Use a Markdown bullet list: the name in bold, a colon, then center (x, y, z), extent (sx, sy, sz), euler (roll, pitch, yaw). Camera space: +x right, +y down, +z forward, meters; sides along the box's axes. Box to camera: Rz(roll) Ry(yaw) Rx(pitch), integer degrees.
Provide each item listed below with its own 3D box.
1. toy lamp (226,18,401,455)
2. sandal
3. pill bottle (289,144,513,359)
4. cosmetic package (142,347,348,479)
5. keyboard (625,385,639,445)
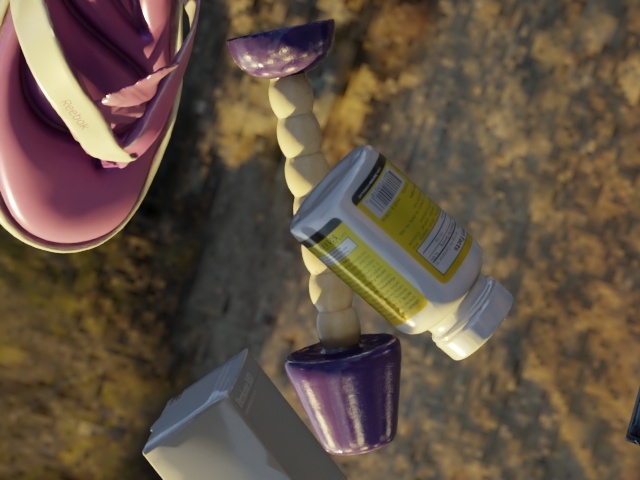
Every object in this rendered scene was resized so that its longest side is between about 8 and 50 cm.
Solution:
- **toy lamp**: center (0.000, 0.000, 1.179), extent (0.080, 0.080, 0.275), euler (-170, 69, -73)
- **sandal**: center (-0.141, -0.146, 1.223), extent (0.102, 0.169, 0.416), euler (49, 138, 40)
- **pill bottle**: center (0.045, 0.009, 0.983), extent (0.065, 0.116, 0.065), euler (-46, 10, 10)
- **cosmetic package**: center (-0.040, 0.226, 1.607), extent (0.107, 0.238, 0.127), euler (-32, 12, 13)
- **keyboard**: center (0.242, 0.089, 0.881), extent (0.108, 0.180, 0.023), euler (-61, -18, -51)
